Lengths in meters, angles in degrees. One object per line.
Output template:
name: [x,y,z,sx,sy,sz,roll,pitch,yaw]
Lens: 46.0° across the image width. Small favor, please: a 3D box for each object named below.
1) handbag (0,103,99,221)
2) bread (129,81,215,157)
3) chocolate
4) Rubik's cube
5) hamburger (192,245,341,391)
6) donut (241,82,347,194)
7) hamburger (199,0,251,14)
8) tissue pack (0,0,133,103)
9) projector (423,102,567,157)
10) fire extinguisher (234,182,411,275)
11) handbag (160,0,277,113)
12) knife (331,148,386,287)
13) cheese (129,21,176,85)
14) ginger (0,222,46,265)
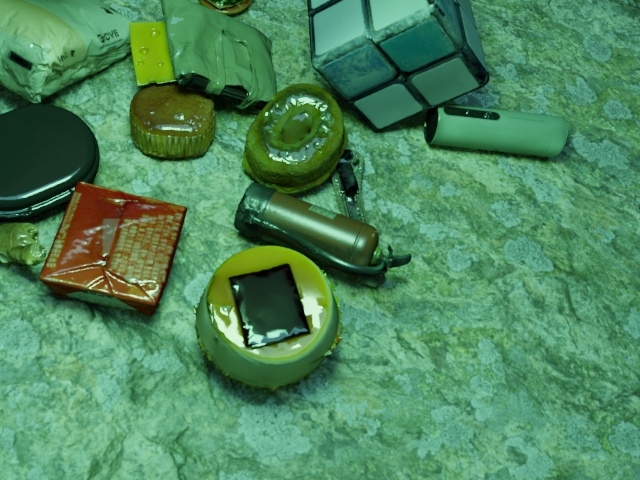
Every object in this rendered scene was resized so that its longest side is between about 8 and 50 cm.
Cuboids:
handbag: [-0.622,-0.160,1.596,0.308,0.093,0.254,-28,71,-24]
bread: [-0.335,-0.279,1.715,0.199,0.104,0.199,5,57,-8]
chocolate: [-0.411,0.021,1.526,0.235,0.108,0.237,12,60,-5]
Rubik's cube: [0.173,-0.495,1.756,0.313,0.318,0.316,-21,56,26]
hamburger: [-0.099,0.150,1.474,0.294,0.179,0.276,-15,62,-15]
donut: [-0.051,-0.232,1.713,0.209,0.128,0.261,25,68,8]
hamburger: [-0.247,-0.659,1.944,0.162,0.115,0.162,5,58,-7]
tissue pack: [-0.658,-0.485,1.727,0.390,0.195,0.375,25,37,4]
projector: [0.432,-0.272,1.864,0.338,0.108,0.108,5,60,-9]
fire extinguisher: [-0.002,0.007,1.576,0.376,0.113,0.200,20,39,7]
handbag: [-0.228,-0.429,1.775,0.316,0.109,0.253,14,54,-43]
knife: [0.086,-0.061,1.709,0.089,0.043,0.365,-8,63,-6]
cheese: [-0.386,-0.408,1.742,0.093,0.126,0.171,-7,48,-14]
ginger: [-0.589,0.006,1.502,0.165,0.067,0.096,14,48,30]
